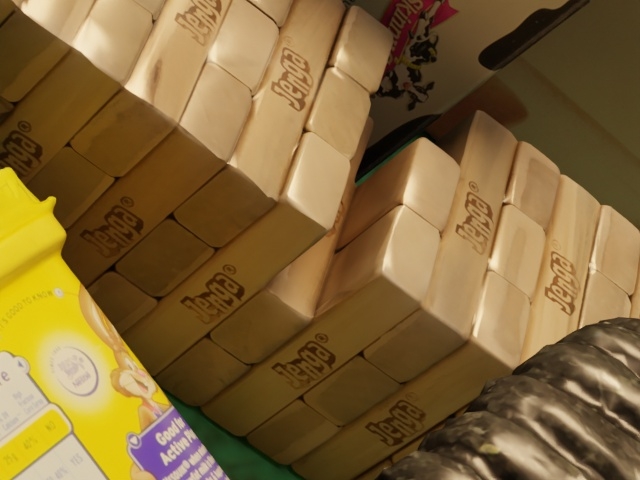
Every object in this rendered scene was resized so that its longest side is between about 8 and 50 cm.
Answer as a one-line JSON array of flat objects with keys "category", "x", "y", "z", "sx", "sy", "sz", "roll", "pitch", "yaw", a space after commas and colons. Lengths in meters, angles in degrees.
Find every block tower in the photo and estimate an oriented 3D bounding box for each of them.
[{"category": "block tower", "x": 0.000, "y": 0.000, "z": 0.580, "sx": 0.335, "sy": 0.091, "sz": 0.097, "roll": 37, "pitch": 42, "yaw": -17}]

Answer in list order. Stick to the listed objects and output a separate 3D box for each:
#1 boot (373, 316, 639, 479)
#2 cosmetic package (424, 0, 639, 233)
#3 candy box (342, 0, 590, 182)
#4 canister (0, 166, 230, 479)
[{"category": "boot", "x": 0.156, "y": 0.123, "z": 0.458, "sx": 0.260, "sy": 0.131, "sz": 0.348, "roll": 33, "pitch": 18, "yaw": 26}, {"category": "cosmetic package", "x": 0.051, "y": -0.146, "z": 0.706, "sx": 0.296, "sy": 0.129, "sz": 0.153, "roll": 42, "pitch": 42, "yaw": -14}, {"category": "candy box", "x": -0.032, "y": -0.135, "z": 0.595, "sx": 0.233, "sy": 0.159, "sz": 0.071, "roll": 41, "pitch": 42, "yaw": -14}, {"category": "canister", "x": -0.070, "y": 0.082, "z": 0.467, "sx": 0.170, "sy": 0.073, "sz": 0.126, "roll": 53, "pitch": 39, "yaw": -1}]
